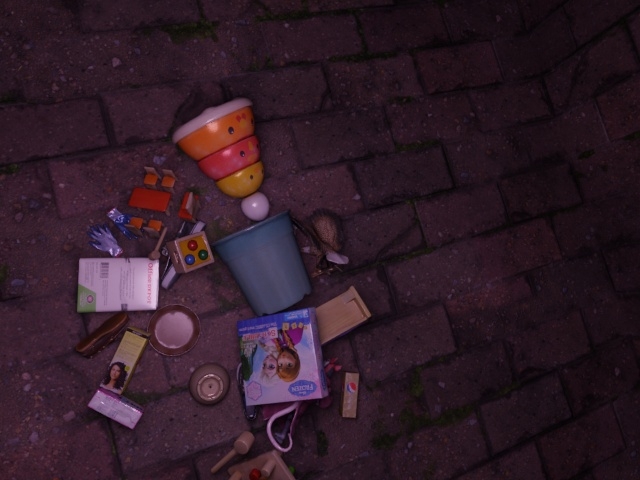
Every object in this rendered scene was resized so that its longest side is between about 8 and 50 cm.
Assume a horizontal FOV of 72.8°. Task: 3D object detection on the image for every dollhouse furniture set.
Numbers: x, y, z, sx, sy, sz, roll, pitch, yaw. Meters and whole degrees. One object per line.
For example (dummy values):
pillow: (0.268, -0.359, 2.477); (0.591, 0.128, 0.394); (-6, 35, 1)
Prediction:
dollhouse furniture set: (-0.607, -0.149, 1.677); (0.259, 0.135, 0.262); (9, 70, 4)

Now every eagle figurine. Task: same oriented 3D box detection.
eagle figurine: (-0.011, 0.002, 1.840); (0.225, 0.226, 0.298); (-11, 89, 2)

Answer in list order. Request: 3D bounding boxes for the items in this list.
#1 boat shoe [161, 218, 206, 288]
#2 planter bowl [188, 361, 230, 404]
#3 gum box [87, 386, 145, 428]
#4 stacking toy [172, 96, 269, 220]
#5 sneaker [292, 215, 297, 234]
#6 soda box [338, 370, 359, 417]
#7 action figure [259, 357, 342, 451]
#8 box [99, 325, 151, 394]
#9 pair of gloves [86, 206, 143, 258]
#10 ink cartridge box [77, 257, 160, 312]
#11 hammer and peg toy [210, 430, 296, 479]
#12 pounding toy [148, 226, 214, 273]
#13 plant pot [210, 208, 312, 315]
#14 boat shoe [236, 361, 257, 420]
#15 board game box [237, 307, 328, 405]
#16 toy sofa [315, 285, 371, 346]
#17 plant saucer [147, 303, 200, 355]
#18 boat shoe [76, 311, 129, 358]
boat shoe: (-0.567, 0.041, 1.719); (0.105, 0.113, 0.306); (24, 73, -4)
planter bowl: (-0.426, 0.558, 1.675); (0.162, 0.109, 0.162); (3, 80, -15)
gum box: (-0.742, 0.602, 1.580); (0.188, 0.107, 0.062); (33, 74, -8)
stacking toy: (-0.339, -0.301, 1.771); (0.350, 0.350, 0.480); (-33, 107, -18)
sneaker: (-0.120, -0.063, 1.905); (0.037, 0.032, 0.083); (13, 82, -28)
soda box: (0.120, 0.650, 1.838); (0.061, 0.058, 0.181); (9, 78, -14)
action figure: (-0.074, 0.583, 1.697); (0.370, 0.276, 0.248); (-40, 87, -4)
box: (-0.723, 0.444, 1.618); (0.087, 0.058, 0.232); (23, 82, -2)
pair of gloves: (-0.804, -0.034, 1.711); (0.159, 0.023, 0.198); (44, 74, -7)
ink cartridge box: (-0.753, 0.168, 1.643); (0.273, 0.115, 0.198); (1, 81, -15)
hammer and peg toy: (-0.226, 0.876, 1.620); (0.266, 0.127, 0.361); (-34, 91, 26)
pounding toy: (-0.523, 0.030, 1.609); (0.206, 0.094, 0.181); (-24, 100, -43)
plant pot: (-0.210, 0.095, 1.714); (0.341, 0.341, 0.334); (-25, 97, -18)
boat shoe: (-0.288, 0.598, 1.723); (0.080, 0.076, 0.228); (-2, 82, -16)
board game box: (-0.148, 0.432, 1.613); (0.319, 0.066, 0.318); (-15, 76, 22)
toy sofa: (0.014, 0.348, 1.776); (0.362, 0.177, 0.150); (-26, 70, -18)
plant saucer: (-0.574, 0.350, 1.705); (0.198, 0.036, 0.198); (3, 81, -16)
boat shoe: (-0.803, 0.356, 1.629); (0.207, 0.073, 0.073); (-38, 130, -14)
